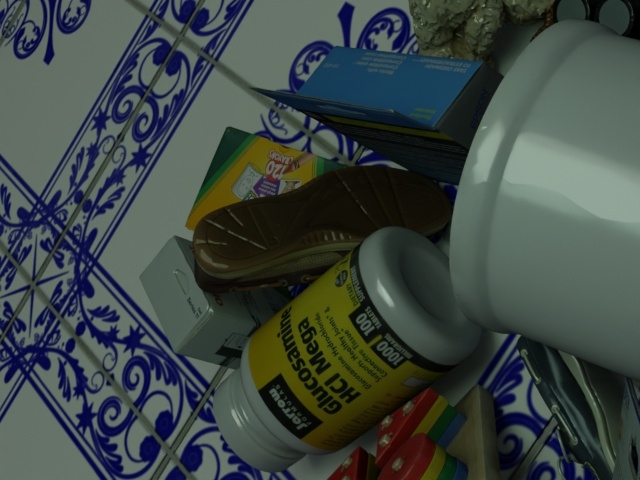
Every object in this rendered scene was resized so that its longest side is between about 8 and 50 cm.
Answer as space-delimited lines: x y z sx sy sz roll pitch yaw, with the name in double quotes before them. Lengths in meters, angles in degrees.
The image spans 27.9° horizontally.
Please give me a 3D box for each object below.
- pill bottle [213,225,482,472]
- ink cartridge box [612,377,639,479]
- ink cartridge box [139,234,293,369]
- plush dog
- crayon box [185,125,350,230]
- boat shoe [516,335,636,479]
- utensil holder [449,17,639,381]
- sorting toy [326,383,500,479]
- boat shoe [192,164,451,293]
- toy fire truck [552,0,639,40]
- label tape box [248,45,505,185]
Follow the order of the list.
"pill bottle" 0.023 0.147 1.595 0.334 0.188 0.188 -41 50 29
"ink cartridge box" 0.295 0.317 1.165 0.071 0.324 0.330 9 99 8
"ink cartridge box" -0.125 0.094 1.741 0.087 0.208 0.153 -47 48 19
"plush dog" 0.226 -0.336 1.631 0.225 0.210 0.263 -6 68 16
"crayon box" -0.055 -0.047 1.823 0.278 0.081 0.165 22 88 44
"boat shoe" 0.291 0.200 1.397 0.079 0.095 0.255 -40 68 35
"utensil holder" 0.370 -0.006 1.220 0.385 0.327 0.328 21 88 30
"sorting toy" 0.083 0.287 1.462 0.255 0.089 0.257 -49 8 17
"boat shoe" 0.000 0.000 1.646 0.123 0.342 0.123 102 147 -54
"toy fire truck" 0.360 -0.160 1.470 0.217 0.158 0.246 18 114 48
"label tape box" 0.119 -0.156 1.532 0.240 0.333 0.106 15 84 44
